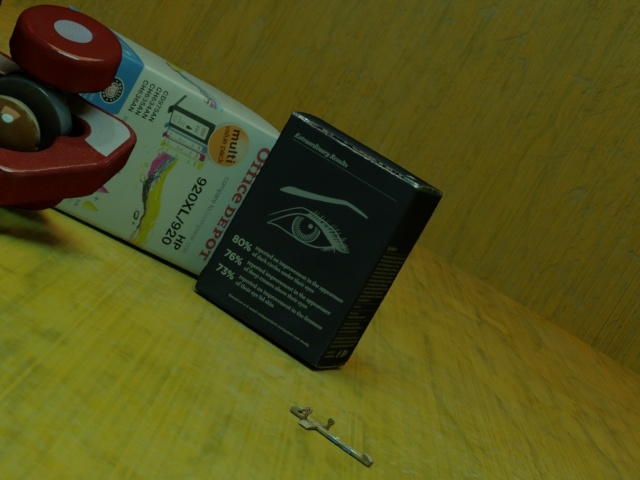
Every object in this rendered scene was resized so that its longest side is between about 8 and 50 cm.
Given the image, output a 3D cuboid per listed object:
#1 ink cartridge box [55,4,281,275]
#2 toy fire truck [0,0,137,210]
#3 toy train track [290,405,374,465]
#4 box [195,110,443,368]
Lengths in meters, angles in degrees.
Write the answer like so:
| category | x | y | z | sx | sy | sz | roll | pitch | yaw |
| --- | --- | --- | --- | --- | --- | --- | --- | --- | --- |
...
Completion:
| category | x | y | z | sx | sy | sz | roll | pitch | yaw |
| --- | --- | --- | --- | --- | --- | --- | --- | --- | --- |
| ink cartridge box | -0.185 | -0.098 | 1.778 | 0.233 | 0.171 | 0.168 | 27 | 8 | -27 |
| toy fire truck | -0.325 | -0.120 | 1.506 | 0.302 | 0.169 | 0.254 | 31 | 30 | 6 |
| toy train track | 0.011 | 0.158 | 1.433 | 0.083 | 0.014 | 0.048 | 34 | 7 | 22 |
| box | 0.000 | 0.000 | 1.714 | 0.153 | 0.207 | 0.108 | 33 | 7 | 16 |
